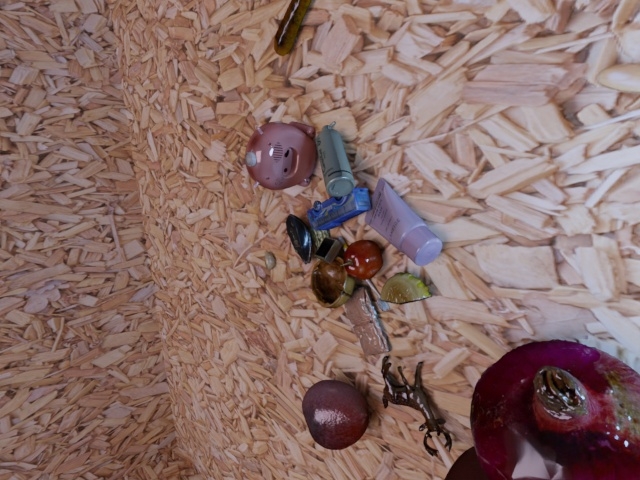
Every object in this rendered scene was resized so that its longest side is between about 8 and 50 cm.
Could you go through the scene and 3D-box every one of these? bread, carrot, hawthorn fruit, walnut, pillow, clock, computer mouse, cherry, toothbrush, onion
[{"bbox_3d":[0.237,0.136,1.148,0.157,0.083,0.094,-30,76,46],"label":"bread"},{"bbox_3d":[-0.066,-0.725,1.250,0.066,0.066,0.314,58,135,19],"label":"carrot"},{"bbox_3d":[0.129,0.059,1.222,0.125,0.140,0.124,0,89,17],"label":"hawthorn fruit"},{"bbox_3d":[0.054,0.138,1.336,0.167,0.087,0.211,-61,33,12],"label":"walnut"},{"bbox_3d":[0.145,0.267,1.322,0.126,0.043,0.232,-25,85,53],"label":"pillow"},{"bbox_3d":[-0.135,-0.273,1.325,0.142,0.241,0.226,27,119,37],"label":"clock"},{"bbox_3d":[-0.068,-0.010,1.456,0.106,0.062,0.192,-2,111,65],"label":"computer mouse"},{"bbox_3d":[0.063,0.597,1.400,0.240,0.206,0.238,-1,86,16],"label":"cherry"},{"bbox_3d":[0.132,0.104,1.299,0.288,0.024,0.021,57,138,20],"label":"toothbrush"},{"bbox_3d":[0.443,0.329,0.740,0.348,0.347,0.385,22,158,43],"label":"onion"}]

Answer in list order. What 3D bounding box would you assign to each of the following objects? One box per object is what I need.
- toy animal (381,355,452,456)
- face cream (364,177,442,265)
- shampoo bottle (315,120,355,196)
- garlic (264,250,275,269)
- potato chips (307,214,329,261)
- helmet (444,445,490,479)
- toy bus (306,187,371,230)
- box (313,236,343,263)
[{"bbox_3d":[0.283,0.490,1.221,0.244,0.087,0.259,-5,99,62],"label":"toy animal"},{"bbox_3d":[0.218,-0.046,1.125,0.273,0.096,0.153,51,138,43],"label":"face cream"},{"bbox_3d":[0.037,-0.253,1.215,0.085,0.085,0.262,-51,39,43],"label":"shampoo bottle"},{"bbox_3d":[-0.212,0.090,1.666,0.053,0.041,0.083,35,132,43],"label":"garlic"},{"bbox_3d":[-0.001,0.000,1.412,0.092,0.028,0.207,-10,92,50],"label":"potato chips"},{"bbox_3d":[0.450,0.592,0.909,0.385,0.338,0.229,-8,60,54],"label":"helmet"},{"bbox_3d":[0.052,-0.099,1.273,0.237,0.079,0.093,-25,67,48],"label":"toy bus"},{"bbox_3d":[0.027,0.030,1.340,0.083,0.035,0.079,-59,27,-8],"label":"box"}]
